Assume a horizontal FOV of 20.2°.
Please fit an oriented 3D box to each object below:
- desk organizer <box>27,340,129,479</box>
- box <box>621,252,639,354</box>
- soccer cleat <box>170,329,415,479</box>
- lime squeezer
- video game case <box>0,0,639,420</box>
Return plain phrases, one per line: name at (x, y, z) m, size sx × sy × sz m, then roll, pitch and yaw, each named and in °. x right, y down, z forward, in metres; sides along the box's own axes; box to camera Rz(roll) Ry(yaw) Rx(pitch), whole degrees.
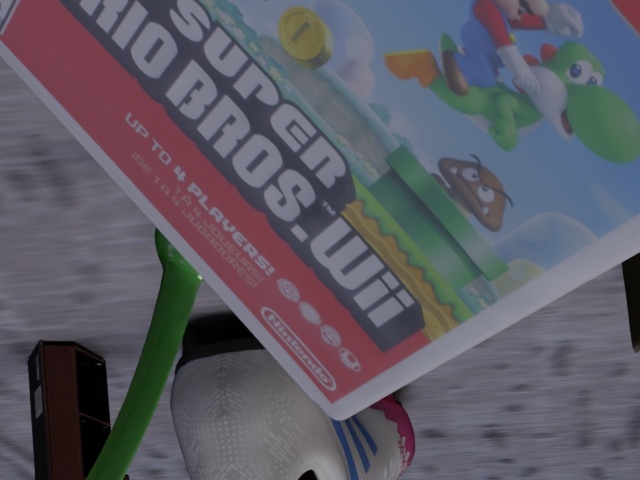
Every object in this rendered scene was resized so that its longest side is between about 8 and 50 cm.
desk organizer at (-0.147, 0.130, 1.101) m, size 0.050 × 0.130 × 0.047 m, roll 0°, pitch 162°, yaw -19°
box at (0.221, -0.028, 0.684) m, size 0.225 × 0.136 × 0.036 m, roll 0°, pitch 162°, yaw -13°
soccer cleat at (-0.017, 0.154, 1.184) m, size 0.116 × 0.143 × 0.331 m, roll -10°, pitch 162°, yaw 16°
lime squeezer at (0.000, 0.000, 0.797) m, size 0.310 × 0.110 × 0.059 m, roll -30°, pitch 154°, yaw -23°
video game case at (-0.002, -0.062, 0.486) m, size 0.025 × 0.204 × 0.285 m, roll -43°, pitch -178°, yaw -30°
